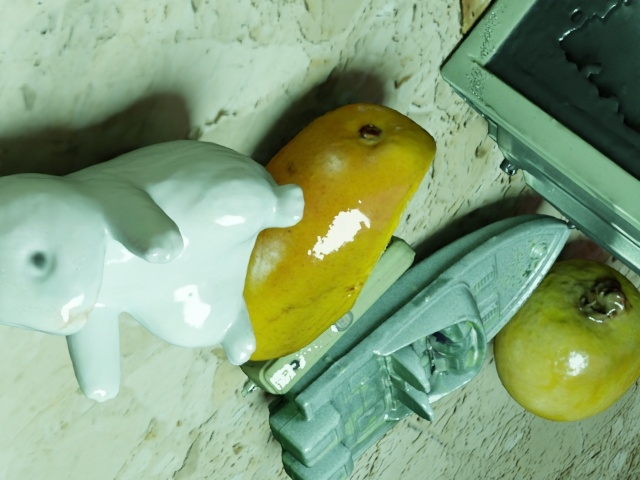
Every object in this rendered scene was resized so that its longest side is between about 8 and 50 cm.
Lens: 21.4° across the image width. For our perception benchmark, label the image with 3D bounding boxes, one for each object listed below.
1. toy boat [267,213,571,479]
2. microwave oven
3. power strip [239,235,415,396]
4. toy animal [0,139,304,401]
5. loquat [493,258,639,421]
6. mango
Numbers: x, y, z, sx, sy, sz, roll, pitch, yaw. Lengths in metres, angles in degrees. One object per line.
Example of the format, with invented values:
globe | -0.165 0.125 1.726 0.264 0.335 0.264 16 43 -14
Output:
toy boat | 0.091 0.079 1.399 0.319 0.092 0.141 -39 148 -17
microwave oven | 0.304 -0.056 1.271 0.218 0.355 0.286 -51 149 3
power strip | -0.002 0.057 1.288 0.169 0.076 0.028 -45 109 -9
toy animal | -0.147 0.014 1.000 0.282 0.138 0.140 -12 137 -42
loquat | 0.229 0.090 1.537 0.163 0.137 0.163 -20 146 -14
mango | -0.005 -0.004 1.195 0.217 0.102 0.141 -59 172 23
